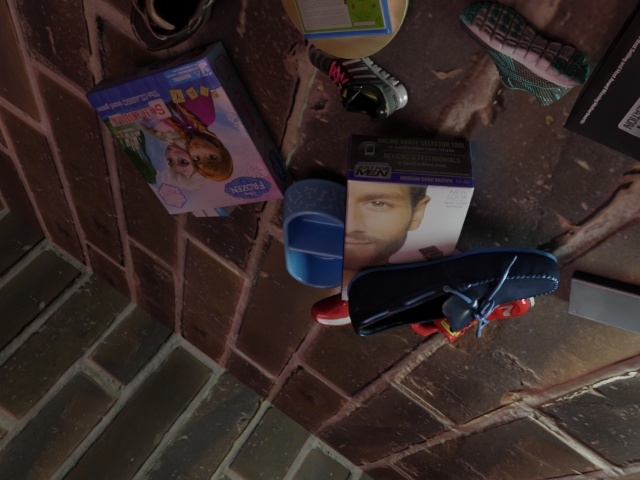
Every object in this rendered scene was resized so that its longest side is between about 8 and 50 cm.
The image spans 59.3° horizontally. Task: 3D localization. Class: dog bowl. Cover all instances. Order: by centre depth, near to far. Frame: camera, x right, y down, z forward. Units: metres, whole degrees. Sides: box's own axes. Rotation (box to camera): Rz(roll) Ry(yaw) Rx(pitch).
[{"bbox_3d":[0.000,0.000,1.155,0.165,0.074,0.297,9,145,6],"label":"dog bowl"}]

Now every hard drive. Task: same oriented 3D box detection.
[{"bbox_3d":[0.472,0.103,0.900,0.135,0.022,0.094,16,143,32],"label":"hard drive"}]

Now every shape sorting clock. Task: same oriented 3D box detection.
[{"bbox_3d":[0.025,-0.344,0.747,0.206,0.040,0.206,25,143,21],"label":"shape sorting clock"}]

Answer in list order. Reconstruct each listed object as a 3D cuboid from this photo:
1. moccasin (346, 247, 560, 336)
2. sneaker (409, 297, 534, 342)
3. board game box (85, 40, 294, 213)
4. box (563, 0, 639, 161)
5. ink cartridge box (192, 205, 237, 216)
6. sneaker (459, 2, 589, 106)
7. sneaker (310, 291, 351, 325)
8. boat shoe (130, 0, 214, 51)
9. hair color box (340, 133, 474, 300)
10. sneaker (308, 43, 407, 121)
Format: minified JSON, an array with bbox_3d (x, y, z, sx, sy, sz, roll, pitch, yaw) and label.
[{"bbox_3d":[0.215,0.103,0.919,0.341,0.117,0.138,-13,141,20],"label":"moccasin"},{"bbox_3d":[0.276,0.139,1.059,0.107,0.118,0.279,45,149,-14],"label":"sneaker"},{"bbox_3d":[-0.259,-0.205,1.135,0.318,0.066,0.318,-6,130,30],"label":"board game box"},{"bbox_3d":[0.406,-0.176,0.495,0.242,0.077,0.307,30,148,11],"label":"box"},{"bbox_3d":[-0.286,-0.113,1.367,0.180,0.060,0.104,0,133,46],"label":"ink cartridge box"},{"bbox_3d":[0.233,-0.220,0.682,0.166,0.065,0.076,37,154,5],"label":"sneaker"},{"bbox_3d":[0.081,0.096,1.180,0.087,0.221,0.128,-113,11,-53],"label":"sneaker"},{"bbox_3d":[-0.234,-0.388,0.873,0.132,0.130,0.355,48,148,-17],"label":"boat shoe"},{"bbox_3d":[0.131,-0.018,0.952,0.185,0.110,0.339,4,142,4],"label":"hair color box"},{"bbox_3d":[0.045,-0.237,0.838,0.170,0.075,0.063,36,150,3],"label":"sneaker"}]
